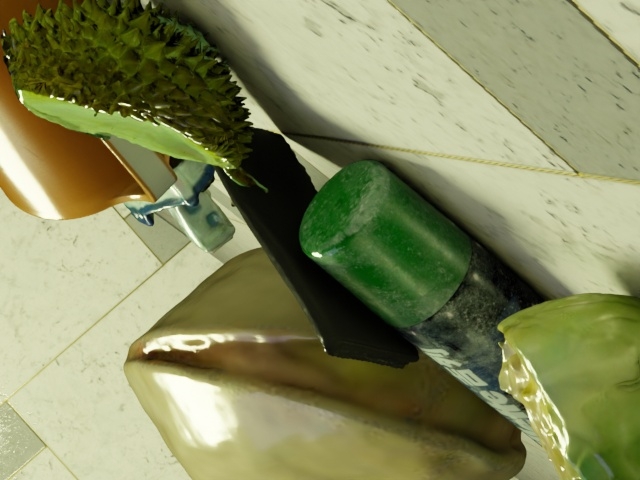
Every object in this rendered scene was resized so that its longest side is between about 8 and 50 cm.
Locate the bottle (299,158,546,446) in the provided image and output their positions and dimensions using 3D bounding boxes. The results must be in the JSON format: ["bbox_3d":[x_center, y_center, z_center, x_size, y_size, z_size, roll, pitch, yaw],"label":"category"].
[{"bbox_3d":[0.125,0.065,0.994,0.330,0.093,0.093,39,173,-27],"label":"bottle"}]

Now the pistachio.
[{"bbox_3d":[0.006,0.143,1.236,0.365,0.281,0.445,18,166,-35],"label":"pistachio"}]

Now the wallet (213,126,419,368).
[{"bbox_3d":[-0.017,-0.003,1.002,0.124,0.025,0.244,17,-144,-54],"label":"wallet"}]

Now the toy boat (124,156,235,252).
[{"bbox_3d":[-0.153,-0.057,1.375,0.115,0.114,0.262,58,173,-26],"label":"toy boat"}]

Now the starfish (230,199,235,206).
[{"bbox_3d":[0.005,-0.009,1.358,0.210,0.053,0.150,31,-174,4],"label":"starfish"}]

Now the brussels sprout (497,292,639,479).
[{"bbox_3d":[0.185,0.093,0.793,0.149,0.122,0.151,70,174,-47],"label":"brussels sprout"}]

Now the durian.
[{"bbox_3d":[-0.118,-0.122,0.919,0.221,0.095,0.137,25,-142,-45],"label":"durian"}]

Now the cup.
[{"bbox_3d":[-0.226,-0.135,1.054,0.226,0.182,0.264,36,168,33],"label":"cup"}]
